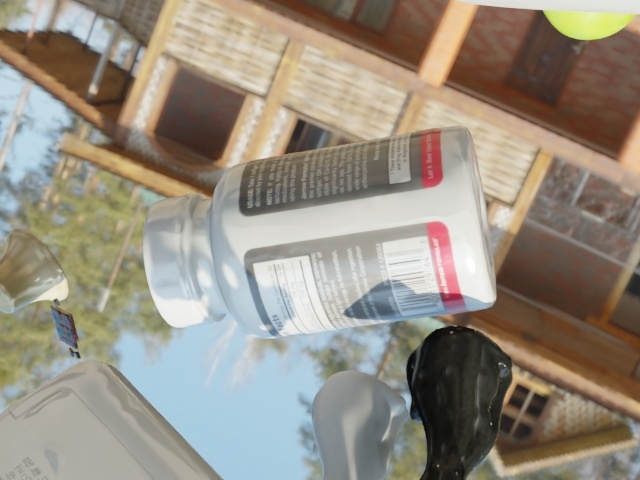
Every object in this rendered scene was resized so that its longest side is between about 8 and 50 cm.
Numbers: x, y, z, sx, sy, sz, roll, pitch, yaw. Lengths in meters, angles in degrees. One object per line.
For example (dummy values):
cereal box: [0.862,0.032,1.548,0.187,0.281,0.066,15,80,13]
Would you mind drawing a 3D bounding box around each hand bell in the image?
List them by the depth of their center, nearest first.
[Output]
hand bell: [-0.489,0.099,1.489,0.126,0.126,0.242,30,-130,25]

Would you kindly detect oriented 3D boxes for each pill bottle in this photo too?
pill bottle: [0.000,0.000,1.020,0.318,0.176,0.176,-9,-171,12]

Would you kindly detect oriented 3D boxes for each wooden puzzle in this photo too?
wooden puzzle: [-0.327,0.112,1.357,0.006,0.083,0.049,-25,-152,-35]

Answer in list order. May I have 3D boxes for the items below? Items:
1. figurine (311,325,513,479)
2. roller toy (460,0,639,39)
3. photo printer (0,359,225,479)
figurine: [0.060,0.202,0.930,0.092,0.215,0.209,41,-136,-23]
roller toy: [0.113,-0.186,0.409,0.146,0.191,0.209,16,-175,43]
photo printer: [-0.098,0.230,0.461,0.256,0.107,0.307,-38,-119,-24]
